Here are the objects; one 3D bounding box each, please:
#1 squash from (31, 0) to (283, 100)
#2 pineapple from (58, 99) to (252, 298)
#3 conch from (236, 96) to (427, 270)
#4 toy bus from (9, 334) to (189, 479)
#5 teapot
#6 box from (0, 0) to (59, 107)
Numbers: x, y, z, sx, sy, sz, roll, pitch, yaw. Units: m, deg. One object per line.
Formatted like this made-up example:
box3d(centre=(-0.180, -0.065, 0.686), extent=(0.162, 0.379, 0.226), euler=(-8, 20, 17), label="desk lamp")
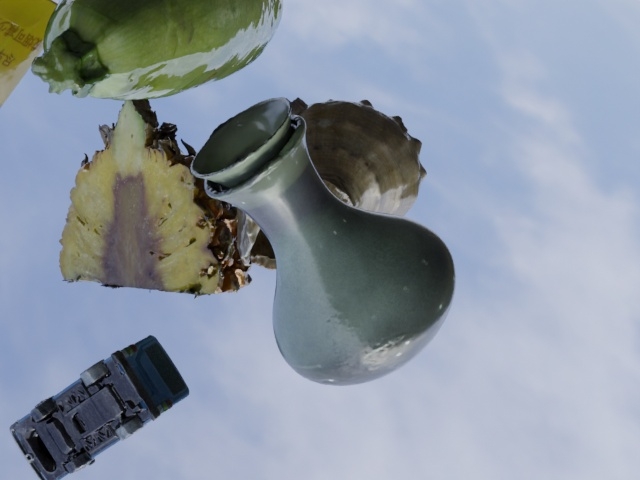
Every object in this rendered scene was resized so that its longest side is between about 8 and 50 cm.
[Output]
box3d(centre=(-0.105, -0.156, 1.001), extent=(0.118, 0.118, 0.370), euler=(33, -163, 3), label="squash")
box3d(centre=(-0.197, -0.069, 2.121), extent=(0.344, 0.286, 0.209), euler=(4, -176, 40), label="pineapple")
box3d(centre=(-0.017, -0.068, 1.937), extent=(0.324, 0.263, 0.186), euler=(-2, -136, -51), label="conch")
box3d(centre=(-0.309, 0.239, 2.091), extent=(0.116, 0.234, 0.133), euler=(57, -151, 1), label="toy bus")
box3d(centre=(0.000, 0.000, 1.326), extent=(0.251, 0.183, 0.183), euler=(54, -163, -24), label="teapot")
box3d(centre=(-0.328, -0.103, 1.191), extent=(0.041, 0.279, 0.153), euler=(40, -174, 23), label="box")
